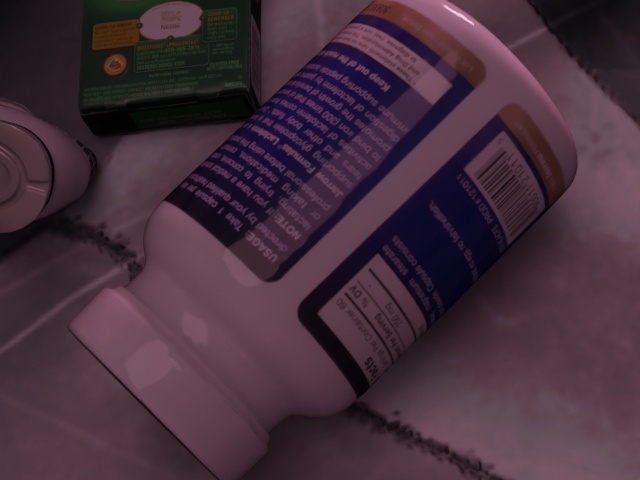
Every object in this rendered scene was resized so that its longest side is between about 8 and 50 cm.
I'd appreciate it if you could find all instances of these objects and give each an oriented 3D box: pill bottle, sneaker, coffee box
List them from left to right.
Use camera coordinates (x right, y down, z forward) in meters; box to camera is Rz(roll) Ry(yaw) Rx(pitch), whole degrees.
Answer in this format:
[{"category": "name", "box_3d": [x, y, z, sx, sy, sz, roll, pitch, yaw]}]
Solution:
[{"category": "sneaker", "box_3d": [-0.253, -0.067, 1.048, 0.235, 0.095, 0.090, 23, 109, 11]}, {"category": "coffee box", "box_3d": [-0.093, -0.160, 1.091, 0.113, 0.040, 0.184, -6, 65, 10]}, {"category": "pill bottle", "box_3d": [0.000, 0.000, 0.935, 0.265, 0.153, 0.153, -44, 65, -9]}]
